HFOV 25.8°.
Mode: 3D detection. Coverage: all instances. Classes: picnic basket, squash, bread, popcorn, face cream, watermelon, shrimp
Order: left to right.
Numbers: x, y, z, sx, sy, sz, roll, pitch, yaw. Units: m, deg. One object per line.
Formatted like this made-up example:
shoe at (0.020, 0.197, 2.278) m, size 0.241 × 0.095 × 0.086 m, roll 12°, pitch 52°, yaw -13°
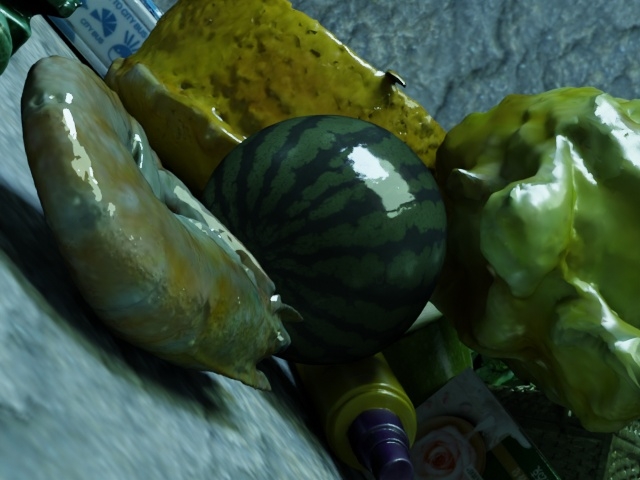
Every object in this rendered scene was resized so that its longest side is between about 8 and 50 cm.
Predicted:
shrimp at (-0.087, -0.001, 0.808) m, size 0.317 × 0.077 × 0.168 m, roll 50°, pitch 20°, yaw -64°
bread at (-0.039, -0.102, 1.417) m, size 0.398 × 0.215 × 0.398 m, roll 39°, pitch 1°, yaw -1°
watermelon at (0.000, 0.000, 1.128) m, size 0.212 × 0.212 × 0.212 m, roll 51°, pitch 3°, yaw -3°
face cream at (0.035, 0.140, 1.183) m, size 0.078 × 0.078 × 0.273 m, roll 51°, pitch 3°, yaw -20°
squash at (0.080, 0.125, 1.417) m, size 0.123 × 0.170 × 0.170 m, roll 64°, pitch 0°, yaw -12°
picnic basket at (0.210, 0.212, 1.316) m, size 0.196 × 0.154 × 0.134 m, roll 6°, pitch -15°, yaw 40°
popcorn at (0.231, 0.006, 1.213) m, size 0.274 × 0.279 × 0.335 m, roll 54°, pitch -19°, yaw -21°

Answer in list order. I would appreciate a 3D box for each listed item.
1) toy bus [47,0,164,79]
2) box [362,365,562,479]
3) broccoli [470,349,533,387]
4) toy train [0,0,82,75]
toy bus at (-0.261, -0.278, 1.561) m, size 0.297 × 0.106 × 0.131 m, roll 49°, pitch 5°, yaw -17°
box at (0.136, 0.223, 1.181) m, size 0.081 × 0.135 × 0.199 m, roll 49°, pitch 3°, yaw -43°
broccoli at (0.265, 0.232, 1.712) m, size 0.310 × 0.321 × 0.413 m, roll -89°, pitch 158°, yaw -72°
toy train at (-0.223, -0.157, 0.731) m, size 0.159 × 0.101 × 0.248 m, roll 34°, pitch 10°, yaw -32°
